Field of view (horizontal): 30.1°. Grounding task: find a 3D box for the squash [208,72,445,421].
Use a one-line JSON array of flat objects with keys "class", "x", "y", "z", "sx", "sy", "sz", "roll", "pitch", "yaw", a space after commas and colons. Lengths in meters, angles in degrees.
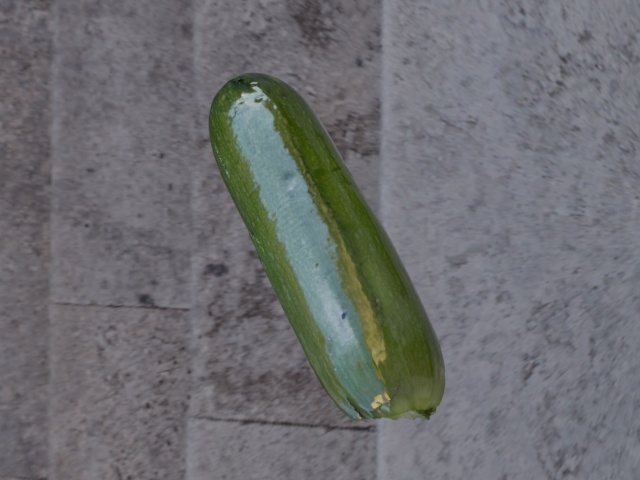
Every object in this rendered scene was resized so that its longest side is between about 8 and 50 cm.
[{"class": "squash", "x": 0.000, "y": 0.000, "z": 0.646, "sx": 0.069, "sy": 0.069, "sz": 0.239, "roll": -37, "pitch": 58, "yaw": 16}]
